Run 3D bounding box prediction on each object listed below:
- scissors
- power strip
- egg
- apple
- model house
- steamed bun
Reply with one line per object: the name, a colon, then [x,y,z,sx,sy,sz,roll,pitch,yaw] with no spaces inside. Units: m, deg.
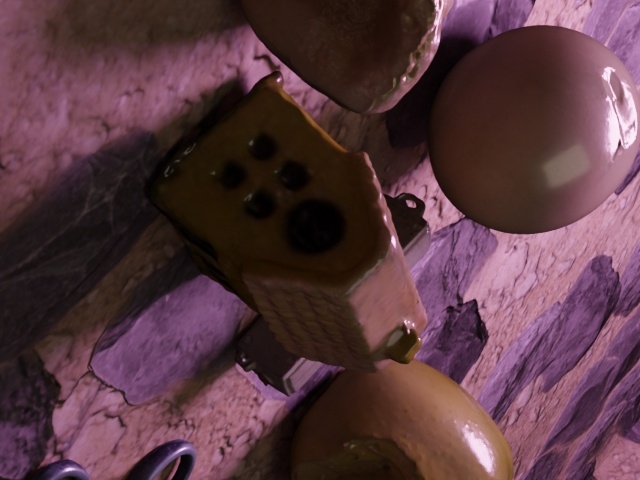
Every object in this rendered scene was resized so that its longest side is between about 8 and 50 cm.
scissors: [-0.270,0.377,1.413,0.256,0.029,0.383,-1,120,-58]
power strip: [0.019,0.055,1.468,0.272,0.078,0.052,-46,153,-18]
egg: [0.230,-0.120,1.459,0.269,0.219,0.219,-44,154,-52]
apple: [0.099,0.280,1.672,0.279,0.279,0.279,-38,148,-30]
model house: [0.000,0.000,1.212,0.175,0.234,0.193,-48,153,-14]
steamed bun: [0.036,-0.202,1.151,0.141,0.172,0.155,-52,173,19]
